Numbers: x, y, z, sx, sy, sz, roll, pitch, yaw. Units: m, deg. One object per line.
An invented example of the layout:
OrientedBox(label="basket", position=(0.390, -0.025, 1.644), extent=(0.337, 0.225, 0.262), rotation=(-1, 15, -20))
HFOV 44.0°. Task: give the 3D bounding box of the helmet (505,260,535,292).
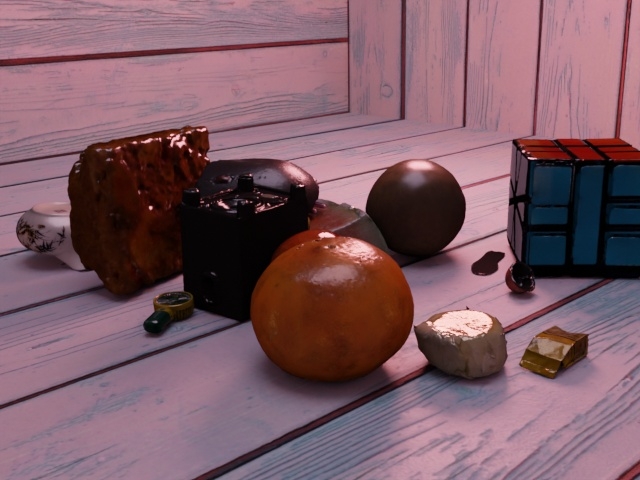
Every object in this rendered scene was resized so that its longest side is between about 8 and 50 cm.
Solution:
OrientedBox(label="helmet", position=(0.428, 0.090, 1.721), extent=(0.065, 0.049, 0.084), rotation=(28, 44, -10))

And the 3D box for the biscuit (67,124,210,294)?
OrientedBox(label="biscuit", position=(-0.404, -0.084, 1.858), extent=(0.166, 0.342, 0.395), rotation=(4, 15, 29))

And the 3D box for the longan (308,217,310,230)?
OrientedBox(label="longan", position=(-0.059, -0.029, 1.784), extent=(0.075, 0.075, 0.083), rotation=(2, 59, 10))

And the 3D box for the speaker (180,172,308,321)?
OrientedBox(label="speaker", position=(-0.162, 0.007, 1.685), extent=(0.184, 0.253, 0.232), rotation=(13, 22, 35))

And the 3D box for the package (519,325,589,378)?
OrientedBox(label="package", position=(0.412, 0.191, 1.390), extent=(0.071, 0.047, 0.131), rotation=(19, 24, 42))

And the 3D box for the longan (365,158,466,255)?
OrientedBox(label="longan", position=(0.235, -0.079, 1.963), extent=(0.258, 0.257, 0.258), rotation=(-1, 17, 0))

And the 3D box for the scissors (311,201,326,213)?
OrientedBox(label="scissors", position=(-0.030, -0.086, 1.930), extent=(0.039, 0.012, 0.113), rotation=(-29, 26, -23))

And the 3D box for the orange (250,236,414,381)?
OrientedBox(label="orange", position=(0.020, 0.115, 1.374), extent=(0.284, 0.225, 0.284), rotation=(-6, 21, 2))

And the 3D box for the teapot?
OrientedBox(label="teapot", position=(-0.664, -0.020, 2.010), extent=(0.208, 0.165, 0.300), rotation=(-25, 21, -38))

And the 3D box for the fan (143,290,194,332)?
OrientedBox(label="fan", position=(-0.311, 0.148, 1.595), extent=(0.082, 0.039, 0.155), rotation=(4, 19, 14))

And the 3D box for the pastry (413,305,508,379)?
OrientedBox(label="pastry", position=(0.248, 0.177, 1.378), extent=(0.166, 0.088, 0.166), rotation=(-2, 16, 1))

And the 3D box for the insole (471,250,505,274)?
OrientedBox(label="insole", position=(0.406, 0.053, 1.916), extent=(0.064, 0.004, 0.188), rotation=(7, 19, 25))

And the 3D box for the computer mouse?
OrientedBox(label="computer mouse", position=(-0.149, -0.125, 1.865), extent=(0.296, 0.087, 0.168), rotation=(7, 56, -3))

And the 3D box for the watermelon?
OrientedBox(label="watermelon", position=(0.005, -0.015, 1.915), extent=(0.302, 0.151, 0.264), rotation=(-13, 21, -34))

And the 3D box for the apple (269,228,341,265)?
OrientedBox(label="apple", position=(-0.017, 0.068, 1.605), extent=(0.169, 0.180, 0.181), rotation=(-17, 23, -31))

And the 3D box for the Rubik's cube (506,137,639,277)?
OrientedBox(label="Rubik's cube", position=(0.604, -0.085, 1.887), extent=(0.284, 0.288, 0.293), rotation=(2, 16, 7))
